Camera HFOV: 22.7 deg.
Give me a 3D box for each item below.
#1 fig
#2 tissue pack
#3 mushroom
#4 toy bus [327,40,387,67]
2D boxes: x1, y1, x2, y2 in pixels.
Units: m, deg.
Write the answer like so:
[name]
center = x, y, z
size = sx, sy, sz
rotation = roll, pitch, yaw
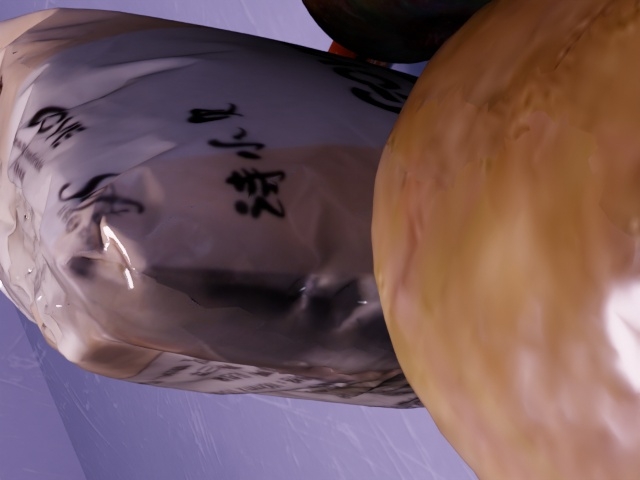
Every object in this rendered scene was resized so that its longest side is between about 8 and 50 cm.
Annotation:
[fig]
center = 0.038, -0.221, 0.859
size = 0.149, 0.149, 0.245
rotation = 135, 126, -67
[tissue pack]
center = 0.000, 0.000, 0.840
size = 0.375, 0.390, 0.195
rotation = 27, 107, 61
[mushroom]
center = 0.180, -0.022, 0.402
size = 0.397, 0.224, 0.313
rotation = 26, 139, 28
[toy bus]
center = 0.025, -0.123, 1.073
size = 0.031, 0.043, 0.110
rotation = 62, 157, 15
